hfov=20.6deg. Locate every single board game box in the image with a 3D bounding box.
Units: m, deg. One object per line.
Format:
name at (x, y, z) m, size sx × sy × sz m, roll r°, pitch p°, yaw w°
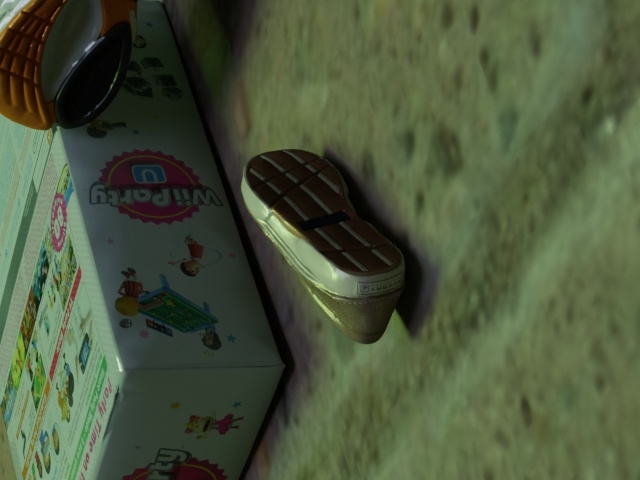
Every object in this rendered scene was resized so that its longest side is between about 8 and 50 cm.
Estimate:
board game box at (-0.132, 0.032, 1.070) m, size 0.224 × 0.097 × 0.303 m, roll 112°, pitch 148°, yaw -42°

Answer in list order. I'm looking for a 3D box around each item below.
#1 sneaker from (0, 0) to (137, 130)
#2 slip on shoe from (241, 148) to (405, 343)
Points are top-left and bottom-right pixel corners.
sneaker at (-0.114, -0.192, 0.967) m, size 0.262 × 0.099 × 0.121 m, roll -49°, pitch 37°, yaw 23°
slip on shoe at (0.000, 0.000, 0.843) m, size 0.135 × 0.051 × 0.041 m, roll 45°, pitch 143°, yaw 49°
